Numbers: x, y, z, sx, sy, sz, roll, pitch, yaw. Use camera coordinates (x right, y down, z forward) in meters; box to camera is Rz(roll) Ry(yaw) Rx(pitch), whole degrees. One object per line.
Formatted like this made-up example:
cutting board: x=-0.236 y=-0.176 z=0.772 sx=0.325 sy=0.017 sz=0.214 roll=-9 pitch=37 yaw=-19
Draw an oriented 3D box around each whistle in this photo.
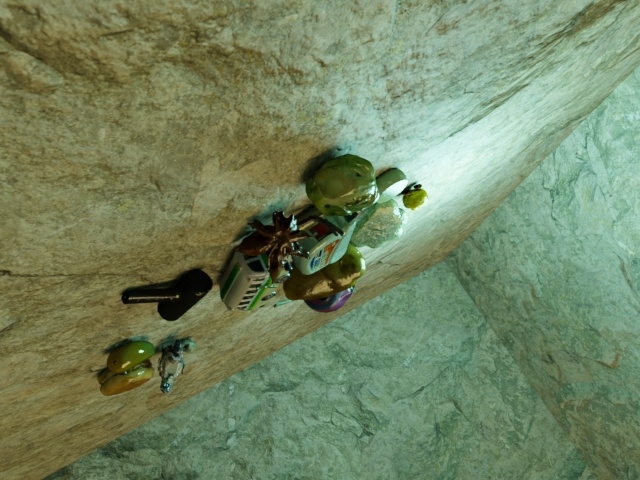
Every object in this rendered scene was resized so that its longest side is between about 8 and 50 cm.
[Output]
whistle: x=0.012 y=-0.101 z=1.500 sx=0.326 sy=0.057 sz=0.068 roll=-34 pitch=162 yaw=9

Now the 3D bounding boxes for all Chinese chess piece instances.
Chinese chess piece: x=0.239 y=-0.194 z=1.628 sx=0.144 sy=0.058 sz=0.144 roll=-30 pitch=164 yaw=-9

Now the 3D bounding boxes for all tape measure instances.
tape measure: x=0.001 y=0.000 z=1.649 sx=0.246 sy=0.125 sz=0.243 roll=-27 pitch=155 yaw=-22
tape measure: x=0.032 y=0.204 z=2.084 sx=0.245 sy=0.232 sz=0.149 roll=-32 pitch=163 yaw=16

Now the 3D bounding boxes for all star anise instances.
star anise: x=-0.092 y=0.002 z=1.399 sx=0.346 sy=0.148 sz=0.238 roll=-14 pitch=115 yaw=-13

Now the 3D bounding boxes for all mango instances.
mango: x=-0.695 y=0.425 z=1.696 sx=0.130 sy=0.092 sz=0.194 roll=-37 pitch=166 yaw=13

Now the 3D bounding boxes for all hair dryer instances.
hair dryer: x=-0.486 y=0.169 z=1.402 sx=0.197 sy=0.089 sz=0.251 roll=-39 pitch=152 yaw=29

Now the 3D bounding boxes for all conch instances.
conch: x=-0.592 y=0.464 z=2.032 sx=0.076 sy=0.057 sz=0.085 roll=-3 pitch=136 yaw=-12

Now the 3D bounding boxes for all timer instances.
timer: x=0.388 y=-0.162 z=1.872 sx=0.107 sy=0.109 sz=0.107 roll=-20 pitch=-155 yaw=9

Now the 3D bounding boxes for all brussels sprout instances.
brussels sprout: x=0.059 y=-0.151 z=1.298 sx=0.223 sy=0.161 sz=0.223 roll=-7 pitch=165 yaw=-2

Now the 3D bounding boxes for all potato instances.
potato: x=0.011 y=0.138 z=1.927 sx=0.369 sy=0.177 sz=0.195 roll=-23 pitch=139 yaw=3

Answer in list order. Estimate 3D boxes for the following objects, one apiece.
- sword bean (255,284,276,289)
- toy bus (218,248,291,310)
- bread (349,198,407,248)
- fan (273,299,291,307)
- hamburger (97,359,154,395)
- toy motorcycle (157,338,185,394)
sword bean: x=-0.175 y=0.152 z=1.489 sx=0.083 sy=0.012 sz=0.012 roll=0 pitch=145 yaw=-46
toy bus: x=-0.239 y=0.131 z=1.574 sx=0.179 sy=0.143 sz=0.305 roll=-16 pitch=157 yaw=-34
bread: x=0.251 y=-0.053 z=1.885 sx=0.207 sy=0.056 sz=0.286 roll=15 pitch=134 yaw=-24
fan: x=-0.166 y=0.317 z=2.405 sx=0.193 sy=0.016 sz=0.038 roll=-14 pitch=158 yaw=-41
hamburger: x=-0.786 y=0.547 z=1.865 sx=0.213 sy=0.108 sz=0.214 roll=-24 pitch=163 yaw=-8
toy motorcycle: x=-0.622 y=0.534 z=1.916 sx=0.108 sy=0.204 sz=0.239 roll=5 pitch=151 yaw=-11
